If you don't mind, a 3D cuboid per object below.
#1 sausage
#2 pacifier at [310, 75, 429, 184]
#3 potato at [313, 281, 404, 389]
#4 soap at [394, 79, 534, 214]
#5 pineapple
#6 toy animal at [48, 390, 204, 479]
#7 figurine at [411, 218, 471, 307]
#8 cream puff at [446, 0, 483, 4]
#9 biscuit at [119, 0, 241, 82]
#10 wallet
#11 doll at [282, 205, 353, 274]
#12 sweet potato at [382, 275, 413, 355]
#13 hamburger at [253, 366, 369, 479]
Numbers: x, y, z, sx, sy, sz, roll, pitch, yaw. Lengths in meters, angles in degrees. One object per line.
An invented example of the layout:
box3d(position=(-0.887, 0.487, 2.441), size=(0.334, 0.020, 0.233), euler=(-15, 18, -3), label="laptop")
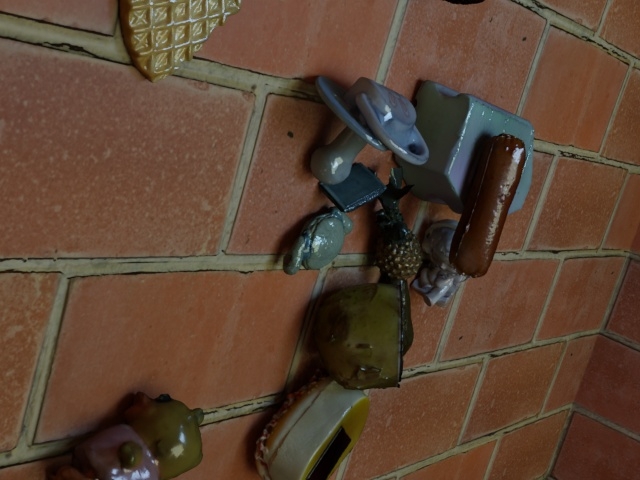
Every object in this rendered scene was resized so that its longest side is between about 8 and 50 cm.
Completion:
box3d(position=(0.368, -0.076, 1.933), size=(0.102, 0.102, 0.330), euler=(-6, 117, -51), label="sausage")
box3d(position=(0.075, -0.189, 1.679), size=(0.226, 0.238, 0.287), euler=(-46, 154, 24), label="pacifier")
box3d(position=(0.087, 0.209, 1.936), size=(0.300, 0.196, 0.247), euler=(71, 23, -75), label="potato")
box3d(position=(0.356, -0.194, 2.061), size=(0.446, 0.156, 0.261), euler=(7, 104, -55), label="soap")
box3d(position=(0.162, -0.039, 1.933), size=(0.130, 0.119, 0.277), euler=(-58, 150, -34), label="pineapple")
box3d(position=(-0.311, 0.369, 1.513), size=(0.281, 0.169, 0.195), euler=(-41, -179, -38), label="toy animal")
box3d(position=(0.312, 0.043, 2.147), size=(0.141, 0.162, 0.237), euler=(-35, 154, -43), label="figurine")
box3d(position=(0.278, -0.584, 1.712), size=(0.239, 0.165, 0.239), euler=(-35, 139, -36), label="cream puff")
box3d(position=(-0.191, -0.399, 1.316), size=(0.309, 0.040, 0.204), euler=(-52, 143, -20), label="biscuit")
box3d(position=(0.066, -0.106, 1.793), size=(0.129, 0.088, 0.026), euler=(-30, 156, -37), label="wallet")
box3d(position=(0.000, 0.000, 1.778), size=(0.214, 0.071, 0.104), euler=(-37, 138, -40), label="doll")
box3d(position=(0.177, 0.164, 2.116), size=(0.112, 0.085, 0.286), euler=(-72, 156, -65), label="sweet potato")
box3d(position=(-0.018, 0.426, 1.950), size=(0.295, 0.151, 0.227), euler=(-48, 148, -31), label="hamburger")
